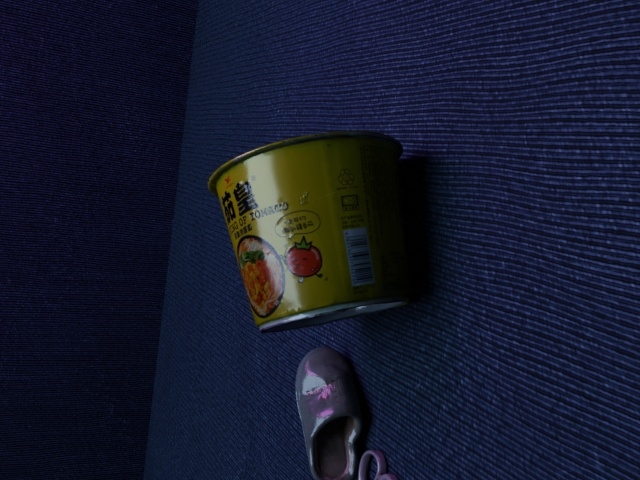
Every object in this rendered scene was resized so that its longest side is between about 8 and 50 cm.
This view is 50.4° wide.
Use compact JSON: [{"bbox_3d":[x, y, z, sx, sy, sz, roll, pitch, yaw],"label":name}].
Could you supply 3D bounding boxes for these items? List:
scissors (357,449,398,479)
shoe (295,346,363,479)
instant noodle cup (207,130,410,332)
[{"bbox_3d":[0.069,0.471,1.145,0.118,0.030,0.242,54,131,55],"label":"scissors"},{"bbox_3d":[0.021,0.302,1.184,0.100,0.103,0.251,124,142,-63],"label":"shoe"},{"bbox_3d":[0.000,0.000,1.090,0.325,0.325,0.254,-29,70,58],"label":"instant noodle cup"}]
